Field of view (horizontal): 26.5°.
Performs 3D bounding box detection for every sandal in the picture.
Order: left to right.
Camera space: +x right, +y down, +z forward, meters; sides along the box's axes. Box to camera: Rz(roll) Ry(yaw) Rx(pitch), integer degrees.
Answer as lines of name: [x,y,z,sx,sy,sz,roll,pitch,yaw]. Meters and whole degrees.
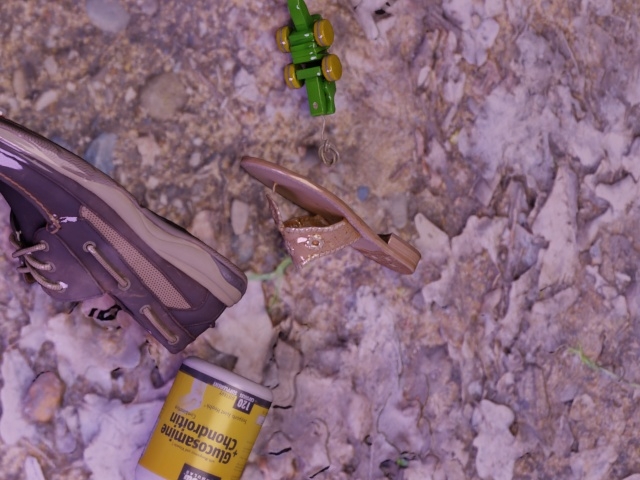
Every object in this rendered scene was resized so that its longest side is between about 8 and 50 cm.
sandal: [0.003,0.000,1.446,0.240,0.088,0.079,30,76,-29]

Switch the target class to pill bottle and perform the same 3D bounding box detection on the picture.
pill bottle: [-0.128,0.219,1.396,0.103,0.103,0.184,26,83,-25]

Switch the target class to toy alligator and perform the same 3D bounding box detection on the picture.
toy alligator: [-0.002,-0.175,1.449,0.051,0.056,0.189,-35,114,-61]

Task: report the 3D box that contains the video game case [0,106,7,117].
video game case: [-0.442,-0.033,1.268,0.204,0.025,0.285,24,85,-25]

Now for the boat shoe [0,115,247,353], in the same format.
boat shoe: [-0.229,0.001,1.306,0.355,0.132,0.130,35,85,-28]
